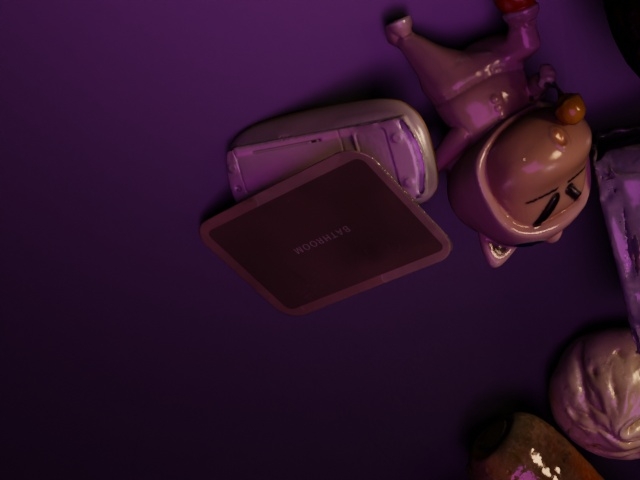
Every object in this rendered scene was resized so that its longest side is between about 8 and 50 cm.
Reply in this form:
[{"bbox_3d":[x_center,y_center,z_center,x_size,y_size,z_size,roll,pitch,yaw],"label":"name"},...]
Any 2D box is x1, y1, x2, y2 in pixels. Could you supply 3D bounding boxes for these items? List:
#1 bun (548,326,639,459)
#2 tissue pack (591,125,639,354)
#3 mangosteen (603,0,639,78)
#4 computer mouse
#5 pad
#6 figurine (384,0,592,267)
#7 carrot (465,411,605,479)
[{"bbox_3d":[0.370,0.197,1.307,0.183,0.102,0.183,0,115,0],"label":"bun"},{"bbox_3d":[0.483,-0.028,1.134,0.343,0.125,0.243,-12,104,18],"label":"tissue pack"},{"bbox_3d":[0.421,-0.249,1.001,0.296,0.313,0.297,23,130,30],"label":"mangosteen"},{"bbox_3d":[0.011,-0.080,1.152,0.245,0.056,0.126,-9,108,27],"label":"computer mouse"},{"bbox_3d":[0.000,0.000,1.178,0.266,0.002,0.176,-24,122,39],"label":"pad"},{"bbox_3d":[0.186,-0.118,1.107,0.176,0.186,0.288,-22,101,-18],"label":"figurine"},{"bbox_3d":[0.317,0.341,1.353,0.301,0.139,0.139,38,109,-15],"label":"carrot"}]
